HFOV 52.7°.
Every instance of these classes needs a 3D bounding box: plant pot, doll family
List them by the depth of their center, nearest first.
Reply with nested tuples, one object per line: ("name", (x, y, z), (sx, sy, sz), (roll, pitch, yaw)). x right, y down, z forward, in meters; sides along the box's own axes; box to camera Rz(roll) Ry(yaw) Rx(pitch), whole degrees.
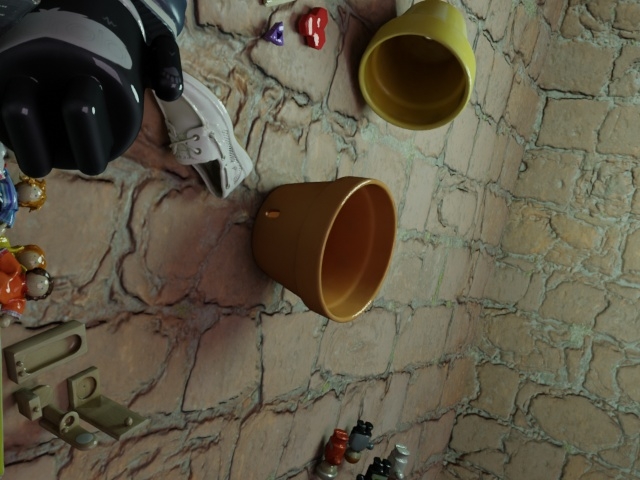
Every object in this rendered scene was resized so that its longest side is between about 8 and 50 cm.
("doll family", (-0.409, -0.026, 0.786), (0.163, 0.118, 0.263), (-6, 90, -50))
("plant pot", (0.000, 0.000, 1.317), (0.291, 0.203, 0.291), (-28, 126, -48))
("plant pot", (0.236, -0.423, 1.487), (0.254, 0.253, 0.239), (72, 29, -42))

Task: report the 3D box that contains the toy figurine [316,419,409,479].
("toy figurine", (0.118, 0.611, 1.764), (0.209, 0.213, 0.148), (2, 111, -60))

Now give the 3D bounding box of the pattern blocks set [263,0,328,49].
("pattern blocks set", (-0.058, -0.520, 1.167), (0.285, 0.026, 0.325), (-17, 117, -54))

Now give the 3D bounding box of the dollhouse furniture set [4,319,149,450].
("dollhouse furniture set", (-0.350, 0.215, 0.942), (0.144, 0.123, 0.151), (-25, 123, -51))

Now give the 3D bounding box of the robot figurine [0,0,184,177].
("robot figurine", (-0.288, -0.192, 0.745), (0.209, 0.173, 0.278), (28, 34, -35))

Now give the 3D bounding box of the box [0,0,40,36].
("box", (-0.445, -0.331, 0.472), (0.395, 0.097, 0.318), (-14, 88, -55))

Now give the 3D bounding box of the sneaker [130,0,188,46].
("sneaker", (-0.277, -0.395, 0.833), (0.319, 0.112, 0.131), (59, 38, -53))

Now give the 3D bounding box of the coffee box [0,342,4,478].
("coffee box", (-0.477, 0.040, 0.471), (0.338, 0.334, 0.338), (-16, 116, -54))

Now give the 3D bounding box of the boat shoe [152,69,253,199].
("boat shoe", (-0.196, -0.162, 1.042), (0.096, 0.098, 0.277), (-62, 147, -21))
